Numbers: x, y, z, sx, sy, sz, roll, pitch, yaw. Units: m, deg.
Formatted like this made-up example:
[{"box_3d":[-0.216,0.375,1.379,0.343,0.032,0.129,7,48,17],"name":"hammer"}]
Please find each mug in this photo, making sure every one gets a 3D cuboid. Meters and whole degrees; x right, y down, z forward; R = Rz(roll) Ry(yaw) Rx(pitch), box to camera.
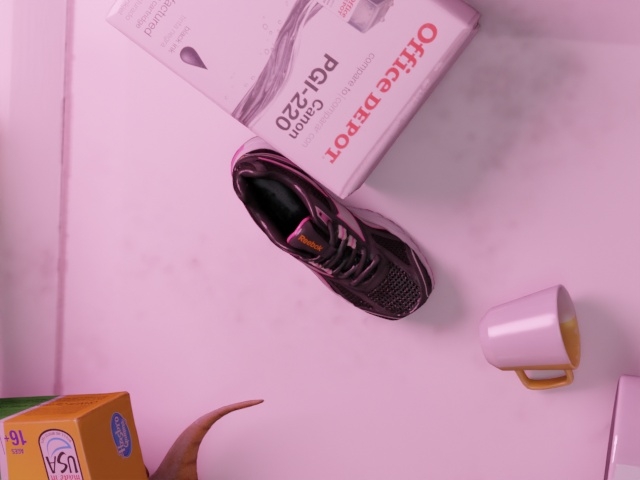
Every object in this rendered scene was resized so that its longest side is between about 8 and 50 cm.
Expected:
[{"box_3d":[0.153,0.076,1.394,0.064,0.062,0.078,-11,93,19],"name":"mug"}]

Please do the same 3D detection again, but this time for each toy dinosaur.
[{"box_3d":[-0.117,0.190,1.466,0.112,0.064,0.211,10,114,-6],"name":"toy dinosaur"}]

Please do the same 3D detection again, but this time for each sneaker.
[{"box_3d":[0.000,0.000,1.392,0.178,0.077,0.072,35,106,0],"name":"sneaker"}]

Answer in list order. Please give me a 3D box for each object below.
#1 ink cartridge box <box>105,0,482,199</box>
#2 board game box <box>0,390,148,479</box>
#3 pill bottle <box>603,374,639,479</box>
[{"box_3d":[-0.017,-0.157,1.355,0.218,0.092,0.158,36,105,-2],"name":"ink cartridge box"},{"box_3d":[-0.220,0.277,1.448,0.242,0.064,0.316,-7,101,33],"name":"board game box"},{"box_3d":[0.333,0.175,1.338,0.265,0.153,0.153,9,103,7],"name":"pill bottle"}]
